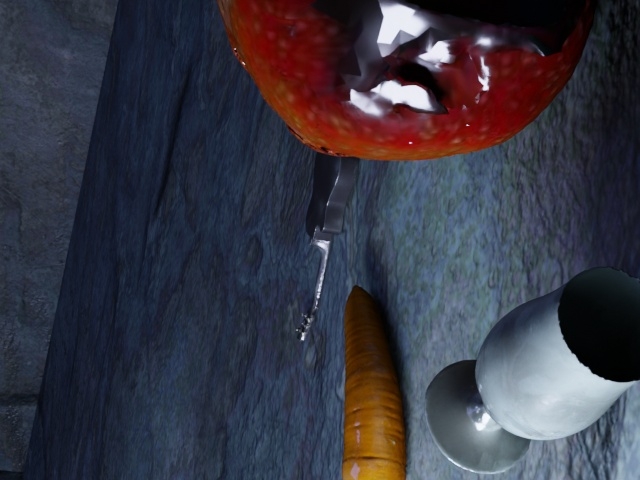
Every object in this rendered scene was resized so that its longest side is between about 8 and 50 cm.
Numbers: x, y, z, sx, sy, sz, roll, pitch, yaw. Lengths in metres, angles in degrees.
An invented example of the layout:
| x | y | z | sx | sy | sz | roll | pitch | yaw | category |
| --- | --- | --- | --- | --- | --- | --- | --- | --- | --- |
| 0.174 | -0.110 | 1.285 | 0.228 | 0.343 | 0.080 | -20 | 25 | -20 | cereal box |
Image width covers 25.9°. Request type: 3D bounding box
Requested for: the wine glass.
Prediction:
| x | y | z | sx | sy | sz | roll | pitch | yaw | category |
| --- | --- | --- | --- | --- | --- | --- | --- | --- | --- |
| 0.149 | 0.090 | 0.934 | 0.202 | 0.093 | 0.093 | 132 | 143 | -60 | wine glass |

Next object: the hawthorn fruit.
| x | y | z | sx | sy | sz | roll | pitch | yaw | category |
| --- | --- | --- | --- | --- | --- | --- | --- | --- | --- |
| 0.065 | -0.192 | 1.031 | 0.316 | 0.316 | 0.316 | -171 | 90 | -72 | hawthorn fruit |

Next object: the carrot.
| x | y | z | sx | sy | sz | roll | pitch | yaw | category |
| --- | --- | --- | --- | --- | --- | --- | --- | --- | --- |
| 0.047 | 0.135 | 1.293 | 0.062 | 0.066 | 0.271 | -19 | 49 | 20 | carrot |

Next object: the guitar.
| x | y | z | sx | sy | sz | roll | pitch | yaw | category |
| --- | --- | --- | --- | --- | --- | --- | --- | --- | --- |
| 0.000 | 0.000 | 1.542 | 0.088 | 0.025 | 0.233 | -141 | 62 | -68 | guitar |
